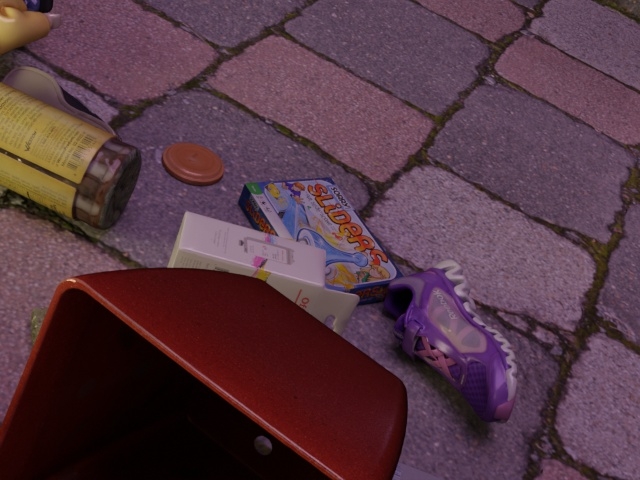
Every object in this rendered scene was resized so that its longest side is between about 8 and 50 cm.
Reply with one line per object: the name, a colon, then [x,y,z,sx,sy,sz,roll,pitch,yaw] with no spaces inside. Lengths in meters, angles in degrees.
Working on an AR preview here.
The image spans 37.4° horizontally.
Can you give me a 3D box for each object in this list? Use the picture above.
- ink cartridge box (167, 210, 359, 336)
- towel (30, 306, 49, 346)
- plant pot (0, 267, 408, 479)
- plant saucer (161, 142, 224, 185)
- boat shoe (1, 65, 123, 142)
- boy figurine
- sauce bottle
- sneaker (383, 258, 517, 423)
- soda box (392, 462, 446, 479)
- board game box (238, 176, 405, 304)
ink cartridge box: [-0.067,0.055,1.020,0.198,0.115,0.067,16,37,-11]
towel: [-0.224,0.120,0.927,0.110,0.027,0.148,-2,45,-29]
plant pot: [-0.078,0.175,0.770,0.267,0.267,0.236,35,24,14]
plant saucer: [-0.167,-0.103,1.244,0.083,0.013,0.083,15,37,-12]
boat shoe: [-0.324,-0.148,1.195,0.206,0.075,0.065,35,-5,23]
boy figurine: [-0.432,-0.278,1.239,0.177,0.092,0.285,0,40,3]
sauce bottle: [-0.377,-0.130,1.081,0.344,0.111,0.111,27,37,2]
sneaker: [0.141,0.117,1.085,0.105,0.095,0.236,-2,39,-21]
soda box: [0.154,0.301,0.851,0.286,0.098,0.091,22,38,-2]
board game box: [0.000,0.000,1.189,0.136,0.035,0.201,-7,47,-34]
